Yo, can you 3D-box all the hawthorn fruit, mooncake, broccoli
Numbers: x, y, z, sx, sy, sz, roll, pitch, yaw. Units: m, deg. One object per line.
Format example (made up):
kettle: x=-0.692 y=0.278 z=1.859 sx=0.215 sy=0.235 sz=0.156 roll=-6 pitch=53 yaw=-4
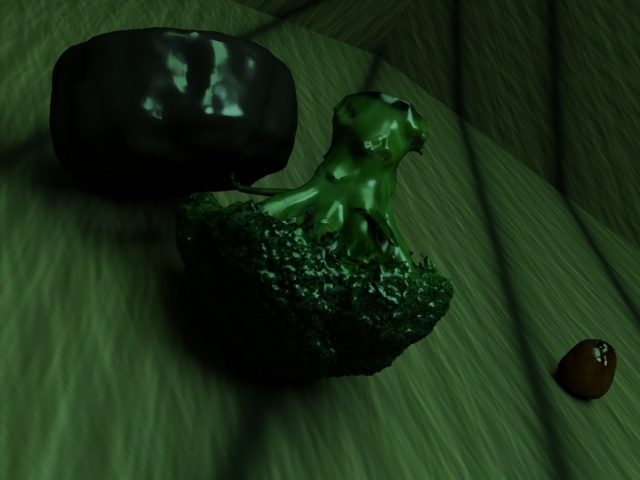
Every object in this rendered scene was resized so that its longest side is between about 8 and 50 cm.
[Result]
hawthorn fruit: x=0.404 y=0.187 z=1.029 sx=0.081 sy=0.093 sz=0.081 roll=24 pitch=25 yaw=-13
mooncake: x=-0.164 y=-0.128 z=0.798 sx=0.283 sy=0.141 sz=0.283 roll=-2 pitch=-9 yaw=0
broccoli: x=0.000 y=0.000 z=0.709 sx=0.297 sy=0.297 sz=0.297 roll=20 pitch=-12 yaw=5
